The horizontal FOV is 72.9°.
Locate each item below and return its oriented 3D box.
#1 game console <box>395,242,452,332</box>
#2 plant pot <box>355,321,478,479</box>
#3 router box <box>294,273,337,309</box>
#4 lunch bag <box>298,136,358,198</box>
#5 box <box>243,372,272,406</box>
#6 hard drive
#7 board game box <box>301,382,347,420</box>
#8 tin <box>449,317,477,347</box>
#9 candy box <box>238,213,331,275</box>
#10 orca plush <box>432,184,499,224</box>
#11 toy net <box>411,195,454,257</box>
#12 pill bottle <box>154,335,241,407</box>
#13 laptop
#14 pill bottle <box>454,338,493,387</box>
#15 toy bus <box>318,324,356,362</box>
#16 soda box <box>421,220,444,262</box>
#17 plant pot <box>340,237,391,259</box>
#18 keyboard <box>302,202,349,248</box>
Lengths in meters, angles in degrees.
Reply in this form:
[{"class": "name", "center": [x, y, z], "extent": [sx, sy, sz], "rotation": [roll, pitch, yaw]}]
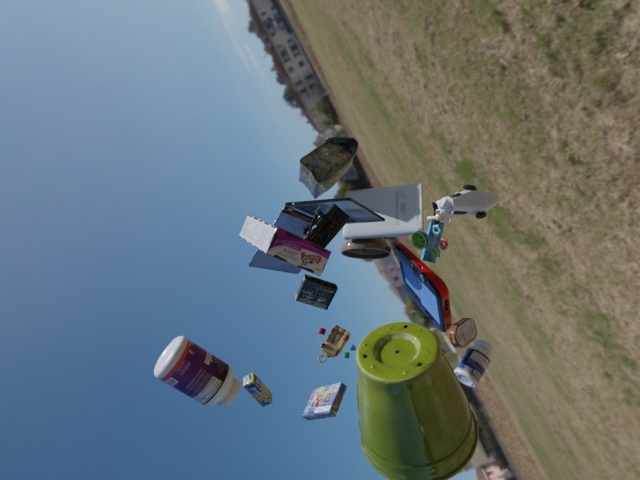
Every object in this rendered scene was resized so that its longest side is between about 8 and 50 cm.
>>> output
[{"class": "game console", "center": [0.470, 0.224, 1.998], "extent": [0.342, 0.060, 0.386], "rotation": [48, 166, 42]}, {"class": "plant pot", "center": [0.256, 0.446, 1.287], "extent": [0.366, 0.367, 0.352], "rotation": [-101, -6, -63]}, {"class": "router box", "center": [-0.015, 0.177, 1.477], "extent": [0.123, 0.092, 0.038], "rotation": [20, -158, -14]}, {"class": "lunch bag", "center": [0.046, -0.367, 2.069], "extent": [0.169, 0.287, 0.235], "rotation": [51, 169, 7]}, {"class": "box", "center": [-0.281, 0.673, 1.952], "extent": [0.168, 0.054, 0.059], "rotation": [58, -172, -30]}, {"class": "hard drive", "center": [0.279, -0.127, 1.937], "extent": [0.047, 0.353, 0.232], "rotation": [42, -132, -62]}, {"class": "board game box", "center": [0.015, 0.668, 1.795], "extent": [0.035, 0.201, 0.136], "rotation": [42, -131, -13]}, {"class": "tin", "center": [0.638, 0.410, 1.934], "extent": [0.190, 0.040, 0.106], "rotation": [-16, -93, -43]}, {"class": "candy box", "center": [-0.098, 0.008, 1.108], "extent": [0.159, 0.071, 0.233], "rotation": [25, 180, -27]}, {"class": "orca plush", "center": [0.546, -0.116, 1.670], "extent": [0.151, 0.287, 0.102], "rotation": [56, 156, 19]}, {"class": "toy net", "center": [0.397, -0.043, 1.476], "extent": [0.122, 0.045, 0.232], "rotation": [52, 142, 31]}, {"class": "pill bottle", "center": [-0.480, 0.534, 1.727], "extent": [0.323, 0.181, 0.181], "rotation": [39, -164, -20]}, {"class": "laptop", "center": [0.000, 0.000, 1.695], "extent": [0.382, 0.408, 0.236], "rotation": [17, -108, -62]}, {"class": "pill bottle", "center": [0.588, 0.463, 1.650], "extent": [0.094, 0.169, 0.094], "rotation": [34, 154, 19]}, {"class": "toy bus", "center": [0.076, 0.553, 2.291], "extent": [0.104, 0.202, 0.190], "rotation": [83, 175, -56]}, {"class": "soda box", "center": [0.572, 0.005, 2.213], "extent": [0.071, 0.067, 0.210], "rotation": [-14, -62, -83]}, {"class": "plant pot", "center": [0.216, 0.014, 2.049], "extent": [0.237, 0.238, 0.109], "rotation": [42, -132, -69]}, {"class": "keyboard", "center": [-0.004, -0.020, 1.263], "extent": [0.100, 0.192, 0.038], "rotation": [38, -175, -23]}]
